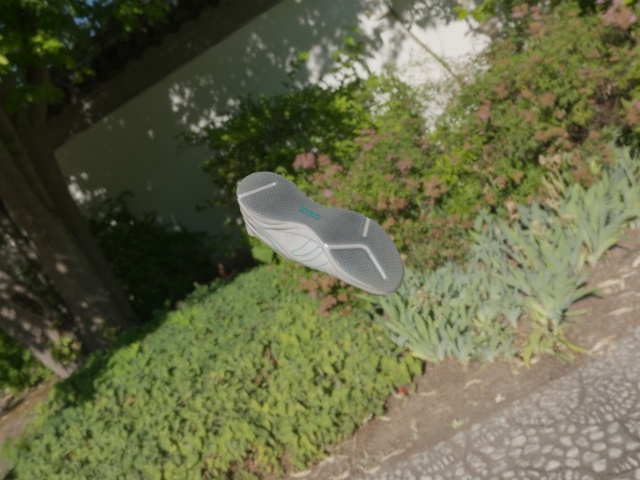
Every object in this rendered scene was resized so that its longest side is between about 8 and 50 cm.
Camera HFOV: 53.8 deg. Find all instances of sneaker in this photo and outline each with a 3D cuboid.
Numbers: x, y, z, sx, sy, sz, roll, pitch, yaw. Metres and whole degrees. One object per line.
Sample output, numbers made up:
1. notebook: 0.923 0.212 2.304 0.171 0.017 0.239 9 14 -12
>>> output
1. sneaker: 0.000 0.000 0.517 0.053 0.152 0.061 -52 -14 -29
